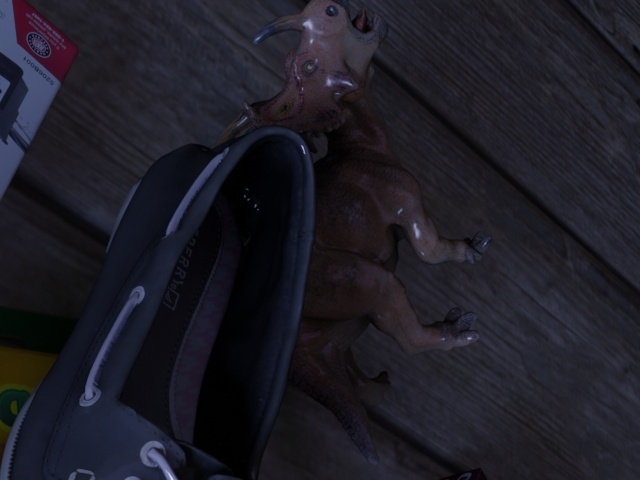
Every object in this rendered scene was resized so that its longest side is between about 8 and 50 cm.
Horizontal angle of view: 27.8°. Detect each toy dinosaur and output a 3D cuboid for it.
[{"bbox_3d":[0.000,0.000,0.880,0.200,0.127,0.295,27,62,-29],"label":"toy dinosaur"}]

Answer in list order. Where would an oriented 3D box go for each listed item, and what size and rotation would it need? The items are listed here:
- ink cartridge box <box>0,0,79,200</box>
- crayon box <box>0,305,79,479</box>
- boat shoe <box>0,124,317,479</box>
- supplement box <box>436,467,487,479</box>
[{"bbox_3d":[-0.212,-0.080,0.710,0.109,0.063,0.150,42,42,-27],"label":"ink cartridge box"},{"bbox_3d":[-0.151,0.165,0.626,0.202,0.081,0.318,14,59,-45],"label":"crayon box"},{"bbox_3d":[-0.069,0.067,0.632,0.112,0.095,0.335,38,40,-29],"label":"boat shoe"},{"bbox_3d":[0.115,0.293,0.876,0.130,0.073,0.239,-35,96,-53],"label":"supplement box"}]
